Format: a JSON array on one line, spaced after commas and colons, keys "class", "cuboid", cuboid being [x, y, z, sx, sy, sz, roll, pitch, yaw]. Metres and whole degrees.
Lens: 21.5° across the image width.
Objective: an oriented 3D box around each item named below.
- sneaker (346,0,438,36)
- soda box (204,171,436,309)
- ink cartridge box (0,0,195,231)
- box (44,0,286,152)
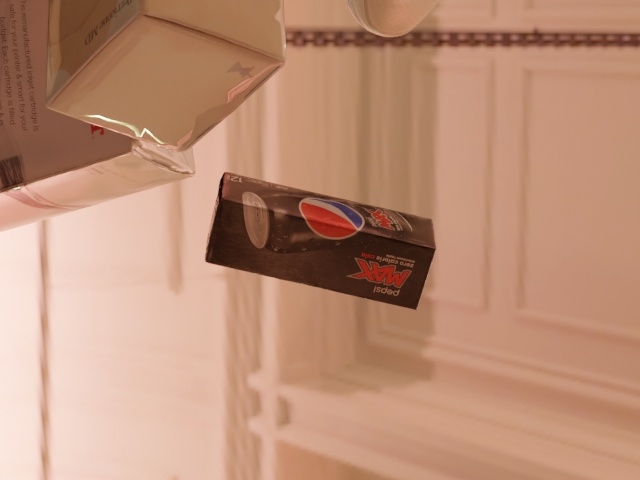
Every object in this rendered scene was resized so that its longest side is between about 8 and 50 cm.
[{"class": "sneaker", "cuboid": [0.108, -0.274, 1.444, 0.292, 0.110, 0.118, -59, -140, 42]}, {"class": "soda box", "cuboid": [0.000, 0.000, 1.286, 0.053, 0.169, 0.060, -91, -165, -64]}, {"class": "ink cartridge box", "cuboid": [-0.264, -0.125, 1.486, 0.283, 0.117, 0.207, -14, -106, 22]}, {"class": "box", "cuboid": [-0.116, -0.239, 1.252, 0.148, 0.121, 0.311, -37, -133, 43]}]
